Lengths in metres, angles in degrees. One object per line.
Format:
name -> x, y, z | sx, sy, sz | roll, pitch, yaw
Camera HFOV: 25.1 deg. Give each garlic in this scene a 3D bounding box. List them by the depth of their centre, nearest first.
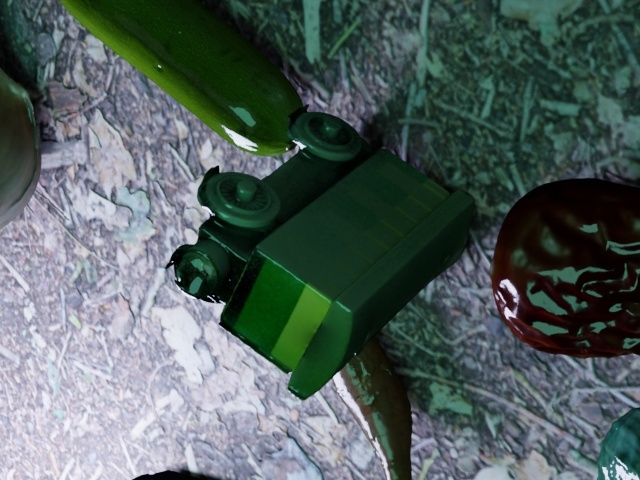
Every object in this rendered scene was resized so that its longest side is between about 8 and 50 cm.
garlic -> -0.453, -0.119, 1.666 | 0.210, 0.292, 0.237 | 27, 163, 36

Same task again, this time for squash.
squash -> -0.157, -0.210, 1.472 | 0.379, 0.101, 0.101 | 37, 127, 21

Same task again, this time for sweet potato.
sweet potato -> 0.030, 0.109, 1.473 | 0.072, 0.066, 0.314 | -30, 85, 35

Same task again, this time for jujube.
jujube -> 0.257, 0.023, 1.198 | 0.230, 0.155, 0.155 | -2, 106, 34

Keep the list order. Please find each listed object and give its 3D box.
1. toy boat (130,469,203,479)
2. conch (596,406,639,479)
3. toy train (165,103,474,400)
toy boat -> -0.130, 0.356, 1.673 | 0.299, 0.134, 0.092 | 5, 136, 39
conch -> 0.315, 0.234, 1.242 | 0.202, 0.134, 0.196 | -27, 88, 41
toy train -> 0.000, 0.000, 1.302 | 0.202, 0.301, 0.120 | 36, 126, 12
